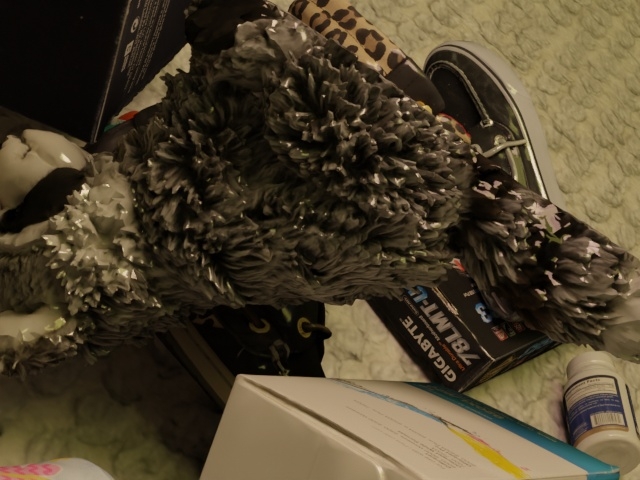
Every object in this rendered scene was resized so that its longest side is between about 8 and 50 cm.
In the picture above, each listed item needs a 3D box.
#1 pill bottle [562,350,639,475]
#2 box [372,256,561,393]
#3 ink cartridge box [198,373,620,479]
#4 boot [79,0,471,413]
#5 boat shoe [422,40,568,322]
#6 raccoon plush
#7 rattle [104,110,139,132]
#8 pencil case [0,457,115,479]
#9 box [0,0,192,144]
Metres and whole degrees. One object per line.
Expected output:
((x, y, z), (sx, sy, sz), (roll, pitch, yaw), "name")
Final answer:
((0.274, 0.169, 1.474), (0.067, 0.067, 0.120), (27, 36, -24), "pill bottle")
((0.133, -0.005, 1.515), (0.293, 0.073, 0.295), (53, 33, 13), "box")
((0.047, 0.195, 0.968), (0.168, 0.171, 0.233), (24, 9, 36), "ink cartridge box")
((0.000, 0.000, 1.166), (0.377, 0.284, 0.138), (49, -4, 17), "boot")
((0.151, -0.059, 1.435), (0.105, 0.113, 0.306), (-2, 68, -42), "boat shoe")
((-0.021, 0.036, 0.987), (0.446, 0.299, 0.216), (34, 0, 19), "raccoon plush")
((-0.090, -0.069, 1.291), (0.130, 0.143, 0.199), (-14, 67, -41), "rattle")
((-0.229, 0.195, 0.850), (0.124, 0.113, 0.273), (24, 17, 36), "pencil case")
((-0.256, -0.275, 1.215), (0.343, 0.179, 0.312), (23, 32, 4), "box")
